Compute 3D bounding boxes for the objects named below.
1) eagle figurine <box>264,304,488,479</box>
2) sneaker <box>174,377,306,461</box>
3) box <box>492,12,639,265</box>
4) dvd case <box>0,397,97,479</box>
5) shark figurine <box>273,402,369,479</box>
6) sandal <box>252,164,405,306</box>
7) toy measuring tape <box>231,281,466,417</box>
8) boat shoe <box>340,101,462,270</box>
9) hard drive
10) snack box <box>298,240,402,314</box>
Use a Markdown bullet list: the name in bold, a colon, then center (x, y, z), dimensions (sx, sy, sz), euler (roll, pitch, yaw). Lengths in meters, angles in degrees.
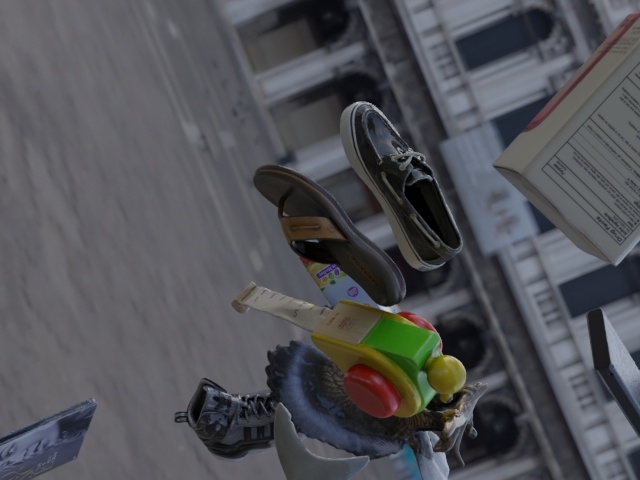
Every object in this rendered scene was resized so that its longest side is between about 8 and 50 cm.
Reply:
- **eagle figurine**: center (0.091, 0.224, 2.076), dimensions (0.226, 0.298, 0.225), euler (60, 45, -60)
- **sneaker**: center (-0.120, 0.285, 2.315), dimensions (0.153, 0.268, 0.101), euler (37, 39, -38)
- **box**: center (0.323, -0.112, 1.475), dimensions (0.148, 0.232, 0.127), euler (43, 1, -11)
- **dvd case**: center (-0.451, 0.328, 2.103), dimensions (0.018, 0.221, 0.164), euler (51, -40, 22)
- **shark figurine**: center (-0.027, 0.300, 1.273), dimensions (0.116, 0.166, 0.278), euler (22, -39, 43)
- **sandal**: center (0.000, 0.000, 1.520), dimensions (0.219, 0.060, 0.090), euler (46, -24, 8)
- **toy measuring tape**: center (0.036, 0.127, 1.566), dimensions (0.330, 0.121, 0.121), euler (14, -43, 43)
- **boat shoe**: center (0.101, -0.073, 1.619), dimensions (0.070, 0.077, 0.219), euler (-36, -98, 53)
- **hard drive**: center (0.354, 0.157, 1.632), dimensions (0.135, 0.022, 0.094), euler (52, 25, -34)
- **snack box**: center (0.055, 0.078, 2.218), dimensions (0.207, 0.070, 0.174), euler (57, 10, -8)
